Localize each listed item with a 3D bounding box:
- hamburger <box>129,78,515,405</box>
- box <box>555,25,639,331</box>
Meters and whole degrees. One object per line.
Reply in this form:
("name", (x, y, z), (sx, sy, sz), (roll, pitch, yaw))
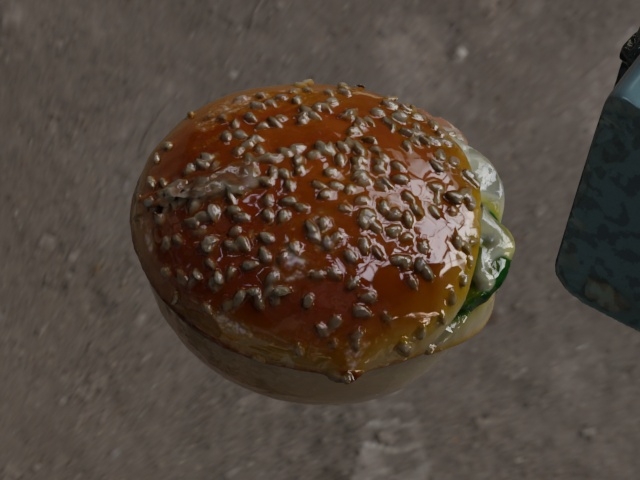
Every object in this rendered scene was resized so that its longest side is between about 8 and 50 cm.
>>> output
("hamburger", (-0.003, -0.003, 1.153), (0.237, 0.147, 0.237), (12, 42, -11))
("box", (0.234, -0.014, 0.961), (0.227, 0.162, 0.130), (28, 45, 17))
